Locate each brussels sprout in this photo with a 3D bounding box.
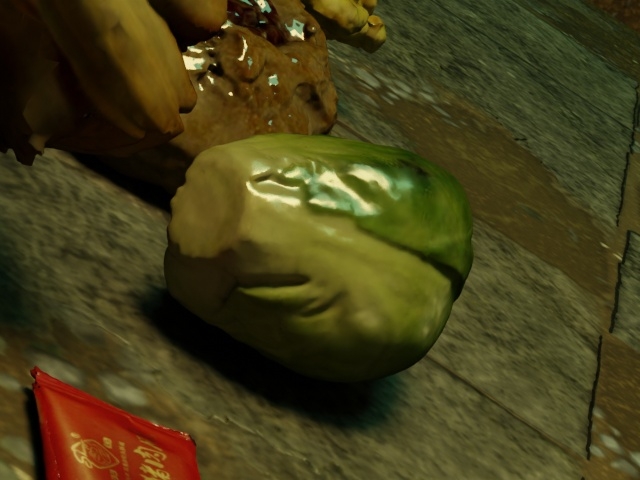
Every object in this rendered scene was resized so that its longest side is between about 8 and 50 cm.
[{"bbox_3d":[0.007,0.004,0.864,0.145,0.131,0.183,33,14,16],"label":"brussels sprout"}]

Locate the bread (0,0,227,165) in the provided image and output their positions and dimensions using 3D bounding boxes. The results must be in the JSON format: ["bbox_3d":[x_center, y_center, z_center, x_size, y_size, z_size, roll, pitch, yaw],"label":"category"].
[{"bbox_3d":[-0.191,-0.219,0.714,0.314,0.191,0.370,18,-32,47],"label":"bread"}]

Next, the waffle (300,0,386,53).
[{"bbox_3d":[-0.093,-0.224,1.241,0.325,0.068,0.302,20,3,-11],"label":"waffle"}]

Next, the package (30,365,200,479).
[{"bbox_3d":[-0.073,0.118,0.640,0.083,0.022,0.200,24,20,-23],"label":"package"}]

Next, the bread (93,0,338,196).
[{"bbox_3d":[-0.086,-0.116,1.029,0.230,0.123,0.230,28,18,-10],"label":"bread"}]
